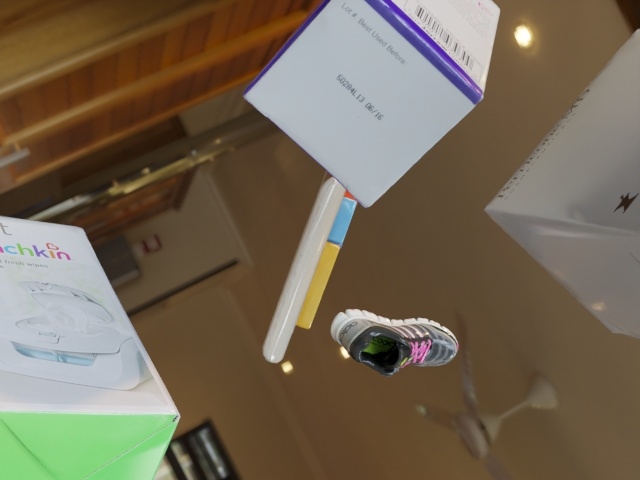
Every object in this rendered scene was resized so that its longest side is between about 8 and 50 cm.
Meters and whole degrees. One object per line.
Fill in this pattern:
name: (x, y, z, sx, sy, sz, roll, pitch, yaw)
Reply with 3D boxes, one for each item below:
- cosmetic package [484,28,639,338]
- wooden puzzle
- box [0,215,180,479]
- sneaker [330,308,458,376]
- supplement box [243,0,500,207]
cosmetic package: (0.260, -0.032, 0.648, 0.155, 0.197, 0.365, 41, -3, -10)
wooden puzzle: (0.000, 0.000, 1.199, 0.239, 0.044, 0.221, -72, -177, -70)
box: (-0.226, 0.148, 0.750, 0.231, 0.126, 0.262, 51, -56, 47)
sneaker: (0.097, 0.133, 1.309, 0.063, 0.170, 0.075, -65, -153, 24)
supplement box: (0.045, -0.135, 0.752, 0.111, 0.114, 0.220, 42, 28, -9)
